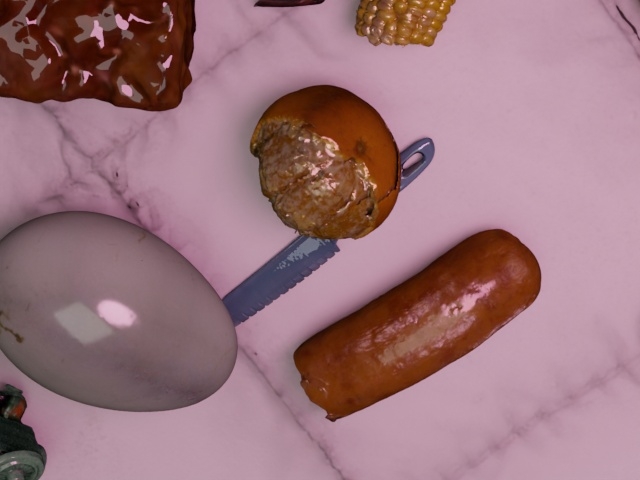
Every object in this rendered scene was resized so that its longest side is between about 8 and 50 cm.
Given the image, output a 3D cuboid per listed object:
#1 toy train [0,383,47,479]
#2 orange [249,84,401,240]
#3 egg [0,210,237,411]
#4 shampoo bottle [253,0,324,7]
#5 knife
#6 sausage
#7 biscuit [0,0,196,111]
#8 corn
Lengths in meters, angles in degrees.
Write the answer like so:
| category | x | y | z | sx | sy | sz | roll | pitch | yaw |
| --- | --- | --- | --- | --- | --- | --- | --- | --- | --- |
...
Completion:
| category | x | y | z | sx | sy | sz | roll | pitch | yaw |
| --- | --- | --- | --- | --- | --- | --- | --- | --- | --- |
| toy train | -0.415 | 0.217 | 1.242 | 0.177 | 0.116 | 0.285 | -39 | 144 | 13 |
| orange | 0.002 | -0.071 | 1.172 | 0.156 | 0.156 | 0.134 | 45 | 148 | -11 |
| egg | -0.206 | 0.075 | 1.203 | 0.264 | 0.183 | 0.183 | 28 | 107 | -12 |
| shampoo bottle | 0.003 | -0.342 | 1.108 | 0.153 | 0.071 | 0.284 | 22 | 113 | 24 |
| knife | 0.000 | 0.000 | 1.260 | 0.313 | 0.019 | 0.044 | -38 | 105 | 15 |
| sausage | 0.100 | 0.084 | 1.238 | 0.270 | 0.109 | 0.109 | -33 | 104 | 9 |
| biscuit | -0.272 | -0.322 | 1.086 | 0.343 | 0.166 | 0.395 | 6 | 106 | 2 |
| corn | 0.106 | -0.293 | 1.119 | 0.093 | 0.093 | 0.244 | 20 | 111 | -4 |
